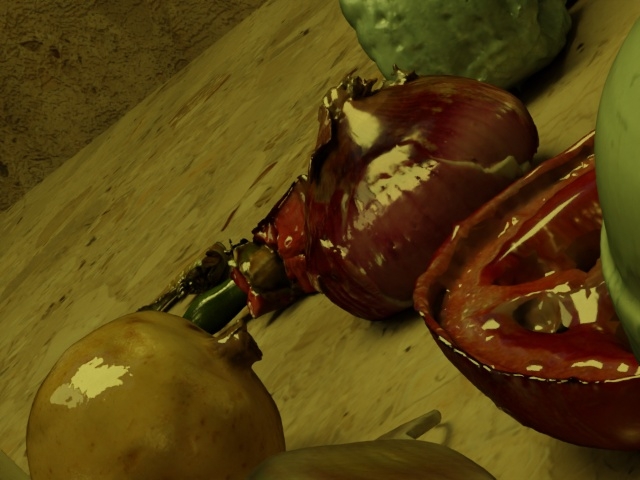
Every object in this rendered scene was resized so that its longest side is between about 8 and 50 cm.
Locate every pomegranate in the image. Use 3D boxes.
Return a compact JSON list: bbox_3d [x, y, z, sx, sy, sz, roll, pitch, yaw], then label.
[{"bbox_3d":[-0.107,0.132,1.253,0.196,0.196,0.196,-40,13,12],"label":"pomegranate"}]

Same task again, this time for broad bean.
[{"bbox_3d":[-0.089,0.063,1.731,0.227,0.039,0.069,-36,-14,11],"label":"broad bean"}]

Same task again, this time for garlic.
[{"bbox_3d":[0.020,0.153,1.034,0.266,0.149,0.128,-121,42,-72],"label":"garlic"}]

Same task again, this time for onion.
[{"bbox_3d":[0.058,-0.054,1.410,0.230,0.163,0.230,-37,23,19],"label":"onion"}]

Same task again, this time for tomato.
[{"bbox_3d":[0.170,0.030,0.961,0.228,0.101,0.228,-24,28,14],"label":"tomato"}]

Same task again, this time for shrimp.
[{"bbox_3d":[-0.160,0.063,1.933,0.148,0.035,0.195,-38,7,7],"label":"shrimp"}]

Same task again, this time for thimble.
[{"bbox_3d":[0.126,-0.235,1.663,0.172,0.205,0.250,-28,51,27],"label":"thimble"}]

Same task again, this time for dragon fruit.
[{"bbox_3d":[-0.014,-0.013,1.633,0.192,0.092,0.122,-35,15,31],"label":"dragon fruit"}]

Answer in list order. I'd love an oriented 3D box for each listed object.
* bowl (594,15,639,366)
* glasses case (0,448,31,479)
[{"bbox_3d":[0.247,-0.063,0.768,0.307,0.163,0.307,-24,29,14],"label":"bowl"},{"bbox_3d":[-0.372,0.308,1.577,0.070,0.131,0.313,-27,21,50],"label":"glasses case"}]
